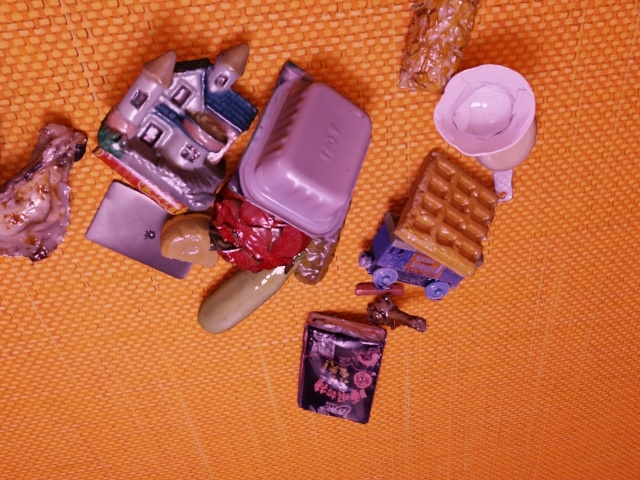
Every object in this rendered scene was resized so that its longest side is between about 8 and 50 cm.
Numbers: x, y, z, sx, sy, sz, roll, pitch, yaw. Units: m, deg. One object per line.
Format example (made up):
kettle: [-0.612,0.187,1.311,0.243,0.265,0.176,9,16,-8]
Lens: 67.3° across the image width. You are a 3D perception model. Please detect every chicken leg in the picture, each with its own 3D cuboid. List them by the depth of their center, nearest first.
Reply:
chicken leg: [0.210,0.210,1.358,0.125,0.196,0.080,36,69,-16]

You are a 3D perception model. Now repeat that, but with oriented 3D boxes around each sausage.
sausage: [-0.393,-0.142,1.113,0.083,0.083,0.264,-40,119,15]
sausage: [0.171,0.143,1.382,0.147,0.035,0.030,0,147,-10]

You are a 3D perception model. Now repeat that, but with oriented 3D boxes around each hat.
hat: [0.362,-0.284,1.062,0.203,0.126,0.203,5,104,20]

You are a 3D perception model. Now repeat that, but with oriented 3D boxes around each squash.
squash: [-0.182,0.120,1.266,0.370,0.118,0.118,-39,118,16]

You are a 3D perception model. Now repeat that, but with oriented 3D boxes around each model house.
model house: [-0.252,-0.273,0.993,0.267,0.194,0.325,36,106,-25]

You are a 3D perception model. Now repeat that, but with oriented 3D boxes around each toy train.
toy train: [0.259,0.043,1.267,0.300,0.131,0.202,13,131,-19]

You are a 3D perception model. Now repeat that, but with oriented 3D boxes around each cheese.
cheese: [0.470,-0.218,1.191,0.163,0.071,0.249,-30,119,11]

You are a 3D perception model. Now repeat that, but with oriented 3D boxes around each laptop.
laptop: [-0.428,-0.018,1.212,0.269,0.015,0.187,28,113,-22]

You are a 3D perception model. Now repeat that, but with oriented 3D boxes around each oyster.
oyster: [-0.636,-0.108,1.052,0.198,0.133,0.337,15,116,-51]

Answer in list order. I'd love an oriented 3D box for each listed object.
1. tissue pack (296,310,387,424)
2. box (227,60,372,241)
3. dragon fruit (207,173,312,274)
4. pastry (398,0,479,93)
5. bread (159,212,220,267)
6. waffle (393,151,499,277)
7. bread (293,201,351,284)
tissue pack: [0.056,0.380,1.440,0.245,0.123,0.332,11,117,10]
box: [-0.004,-0.194,1.003,0.264,0.336,0.106,29,155,-22]
dragon fruit: [-0.119,-0.061,1.101,0.244,0.244,0.299,38,97,-25]
pastry: [0.243,-0.438,1.010,0.154,0.102,0.250,1,122,-12]
bread: [-0.305,-0.003,1.171,0.156,0.086,0.125,22,121,-38]
waffle: [0.313,-0.063,1.175,0.221,0.248,0.055,32,156,-12]
bread: [-0.001,0.000,1.243,0.087,0.098,0.269,30,119,20]
